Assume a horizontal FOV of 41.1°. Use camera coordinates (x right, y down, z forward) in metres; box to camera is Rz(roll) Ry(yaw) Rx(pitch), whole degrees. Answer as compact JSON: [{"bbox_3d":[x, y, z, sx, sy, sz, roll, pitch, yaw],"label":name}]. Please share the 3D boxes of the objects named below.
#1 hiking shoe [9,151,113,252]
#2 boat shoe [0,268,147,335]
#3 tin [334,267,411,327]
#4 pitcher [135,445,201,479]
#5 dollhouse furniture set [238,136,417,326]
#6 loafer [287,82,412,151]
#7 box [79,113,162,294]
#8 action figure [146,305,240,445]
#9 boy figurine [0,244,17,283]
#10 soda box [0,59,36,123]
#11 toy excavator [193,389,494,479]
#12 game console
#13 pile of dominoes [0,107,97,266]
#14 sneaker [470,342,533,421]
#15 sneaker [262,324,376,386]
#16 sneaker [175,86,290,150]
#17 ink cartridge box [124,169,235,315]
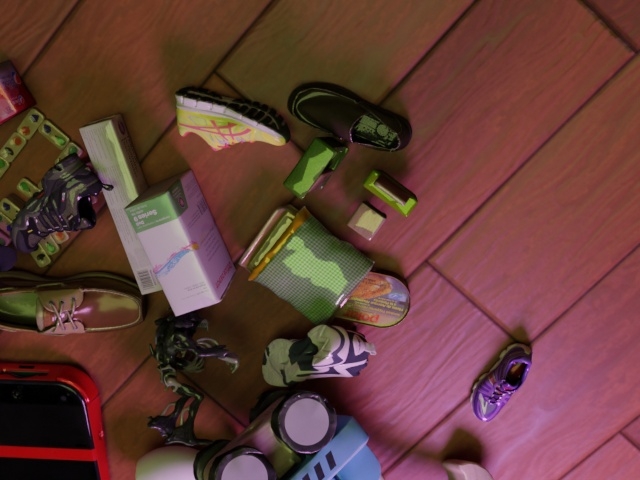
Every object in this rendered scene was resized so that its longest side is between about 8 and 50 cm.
[{"bbox_3d":[-0.460,-0.042,1.504,0.114,0.086,0.227,40,118,-4],"label":"hiking shoe"},{"bbox_3d":[-0.489,0.130,1.589,0.323,0.120,0.123,1,109,6],"label":"boat shoe"},{"bbox_3d":[0.071,0.098,1.558,0.189,0.040,0.106,13,106,3],"label":"tin"},{"bbox_3d":[-0.255,0.488,1.693,0.207,0.125,0.178,-1,124,-5],"label":"pitcher"},{"bbox_3d":[0.000,0.000,1.445,0.197,0.151,0.301,36,104,3],"label":"dollhouse furniture set"},{"bbox_3d":[0.049,-0.206,1.433,0.220,0.078,0.080,17,110,1],"label":"loafer"},{"bbox_3d":[-0.339,-0.062,1.536,0.067,0.063,0.324,-15,106,10],"label":"box"},{"bbox_3d":[-0.242,0.229,1.573,0.141,0.164,0.276,6,84,-36],"label":"action figure"},{"bbox_3d":[-0.678,-0.010,1.544,0.285,0.092,0.177,29,83,22],"label":"boy figurine"},{"bbox_3d":[-0.644,-0.215,1.510,0.263,0.083,0.092,-25,104,15],"label":"soda box"},{"bbox_3d":[0.053,0.453,1.558,0.433,0.222,0.445,-40,95,-21],"label":"toy excavator"},{"bbox_3d":[-0.628,0.405,1.741,0.386,0.060,0.342,1,115,7],"label":"game console"},{"bbox_3d":[-0.523,-0.085,1.562,0.196,0.040,0.251,40,109,-7],"label":"pile of dominoes"},{"bbox_3d":[0.330,0.265,1.565,0.068,0.071,0.170,25,110,-2],"label":"sneaker"},{"bbox_3d":[0.007,0.219,1.576,0.153,0.094,0.235,14,145,-35],"label":"sneaker"},{"bbox_3d":[-0.153,-0.193,1.469,0.208,0.081,0.094,18,117,7],"label":"sneaker"},{"bbox_3d":[-0.240,0.003,1.498,0.093,0.154,0.212,-21,105,13],"label":"ink cartridge box"}]
